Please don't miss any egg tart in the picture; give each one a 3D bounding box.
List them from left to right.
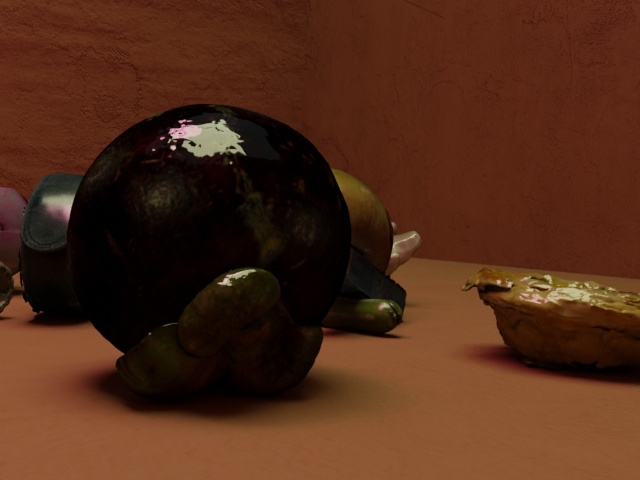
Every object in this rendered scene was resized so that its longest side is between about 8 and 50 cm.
[{"bbox_3d":[0.308,0.100,1.015,0.290,0.107,0.291,8,0,0],"label":"egg tart"}]

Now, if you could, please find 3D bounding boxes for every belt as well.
[{"bbox_3d":[-0.360,0.007,1.205,0.116,0.207,0.267,3,4,-5],"label":"belt"}]

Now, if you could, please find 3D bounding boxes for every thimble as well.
[{"bbox_3d":[-0.471,0.066,1.115,0.062,0.085,0.110,2,14,22],"label":"thimble"}]

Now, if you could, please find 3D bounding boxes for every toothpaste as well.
[{"bbox_3d":[0.054,0.061,1.232,0.066,0.053,0.272,3,-18,28],"label":"toothpaste"}]

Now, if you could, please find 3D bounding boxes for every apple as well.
[{"bbox_3d":[0.000,0.000,1.378,0.260,0.261,0.194,2,30,-27],"label":"apple"}]

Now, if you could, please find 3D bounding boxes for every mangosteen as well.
[{"bbox_3d":[-0.101,0.015,0.783,0.288,0.288,0.288,3,2,0],"label":"mangosteen"}]

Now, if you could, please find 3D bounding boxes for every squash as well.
[{"bbox_3d":[0.043,0.105,1.204,0.183,0.052,0.052,2,1,40],"label":"squash"}]

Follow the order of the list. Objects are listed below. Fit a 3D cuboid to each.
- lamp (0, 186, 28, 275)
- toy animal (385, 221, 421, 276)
[{"bbox_3d":[-0.641,-0.028,1.476,0.301,0.248,0.247,-5,-5,32],"label":"lamp"},{"bbox_3d":[0.091,0.047,1.696,0.307,0.188,0.266,-3,28,30],"label":"toy animal"}]
